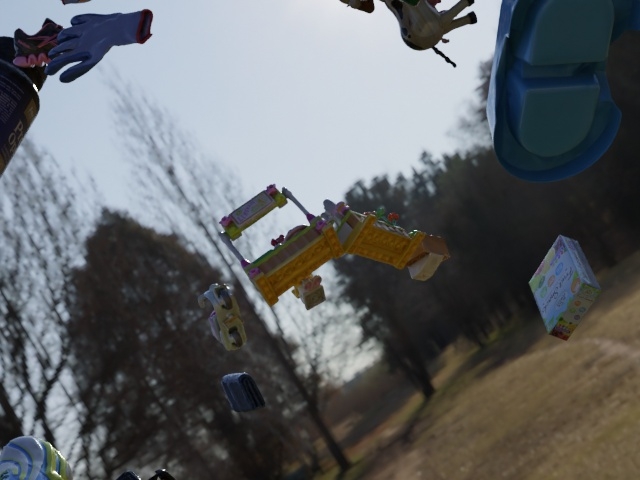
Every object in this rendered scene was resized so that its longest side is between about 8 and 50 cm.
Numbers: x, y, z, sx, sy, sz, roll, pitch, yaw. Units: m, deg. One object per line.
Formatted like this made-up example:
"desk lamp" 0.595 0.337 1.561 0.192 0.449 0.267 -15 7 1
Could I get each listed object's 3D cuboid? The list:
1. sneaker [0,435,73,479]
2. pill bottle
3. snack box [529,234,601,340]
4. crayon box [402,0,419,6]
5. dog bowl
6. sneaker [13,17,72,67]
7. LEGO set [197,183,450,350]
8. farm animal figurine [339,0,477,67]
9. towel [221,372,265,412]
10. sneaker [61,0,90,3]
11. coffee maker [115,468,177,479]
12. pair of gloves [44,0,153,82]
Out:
"sneaker" -0.341 0.289 1.163 0.091 0.240 0.126 -46 -47 0
"pill bottle" -0.452 -0.168 1.381 0.123 0.122 0.219 -41 24 51
"snack box" 0.369 0.070 1.564 0.141 0.037 0.100 -94 27 -58
"crayon box" 0.065 -0.279 0.613 0.278 0.081 0.165 -81 17 -52
"dog bowl" 0.287 -0.215 1.253 0.165 0.074 0.297 -5 -53 -10
"sneaker" -0.316 -0.244 1.250 0.119 0.057 0.047 -10 6 -13
"LEGO set" 0.000 0.000 1.072 0.287 0.107 0.132 -20 -45 -26
"farm animal figurine" 0.067 -0.428 1.541 0.172 0.327 0.330 -28 32 -6
"towel" -0.129 0.249 1.689 0.029 0.067 0.119 -25 0 -22
"sneaker" -0.275 -0.347 1.316 0.134 0.051 0.070 -23 -5 -29
"coffee maker" -0.213 0.429 1.454 0.120 0.171 0.178 -40 -49 10
"pair of gloves" -0.239 -0.266 1.161 0.159 0.198 0.023 -10 -33 30
